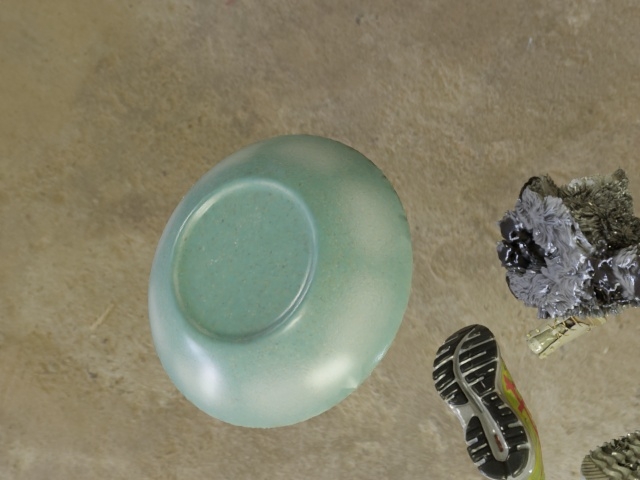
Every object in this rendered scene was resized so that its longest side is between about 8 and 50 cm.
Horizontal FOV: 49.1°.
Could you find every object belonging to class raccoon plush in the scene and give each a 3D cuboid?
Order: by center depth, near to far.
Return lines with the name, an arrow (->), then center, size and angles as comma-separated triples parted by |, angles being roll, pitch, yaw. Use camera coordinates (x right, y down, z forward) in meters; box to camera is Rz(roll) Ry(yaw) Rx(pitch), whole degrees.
raccoon plush -> 0.501, 0.033, 1.114 | 0.299, 0.216, 0.446 | -12, 35, -29

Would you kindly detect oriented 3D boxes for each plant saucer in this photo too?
plant saucer -> -0.040, 0.016, 0.437 | 0.195, 0.037, 0.195 | -9, 70, 25

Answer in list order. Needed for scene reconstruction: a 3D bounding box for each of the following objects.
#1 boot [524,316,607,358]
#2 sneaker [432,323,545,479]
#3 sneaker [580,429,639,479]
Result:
boot -> 0.523, 0.188, 1.512 | 0.165, 0.213, 0.077 | -34, 72, 9
sneaker -> 0.187, 0.184, 0.766 | 0.081, 0.094, 0.208 | -31, 37, 20
sneaker -> 0.402, 0.280, 0.771 | 0.293, 0.102, 0.146 | -8, 108, -19
